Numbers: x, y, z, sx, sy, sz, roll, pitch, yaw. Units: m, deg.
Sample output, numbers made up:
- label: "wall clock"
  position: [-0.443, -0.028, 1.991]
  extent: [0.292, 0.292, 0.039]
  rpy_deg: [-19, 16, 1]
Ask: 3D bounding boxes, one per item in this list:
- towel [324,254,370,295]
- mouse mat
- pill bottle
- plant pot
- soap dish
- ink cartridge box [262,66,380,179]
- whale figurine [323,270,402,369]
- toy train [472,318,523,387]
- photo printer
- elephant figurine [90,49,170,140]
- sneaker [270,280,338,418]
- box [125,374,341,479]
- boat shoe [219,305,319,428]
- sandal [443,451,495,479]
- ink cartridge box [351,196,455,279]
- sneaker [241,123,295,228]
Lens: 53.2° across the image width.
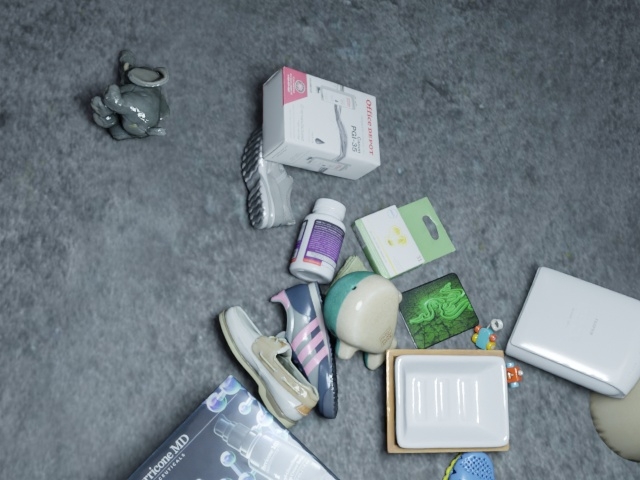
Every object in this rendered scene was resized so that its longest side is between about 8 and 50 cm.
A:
- label: "towel"
  position: [0.079, 0.117, 1.552]
  extent: [0.110, 0.027, 0.148]
  rpy_deg: [49, 54, -16]
- label: "mouse mat"
  position: [0.296, 0.178, 1.618]
  extent: [0.190, 0.007, 0.152]
  rpy_deg: [-20, 77, -18]
- label: "pill bottle"
  position: [0.000, 0.000, 1.559]
  extent: [0.108, 0.108, 0.193]
  rpy_deg: [19, 70, -5]
- label: "plant pot"
  position: [0.834, 0.394, 1.516]
  extent: [0.257, 0.274, 0.256]
  rpy_deg: [3, 71, -10]
- label: "soap dish"
  position: [0.286, 0.370, 1.484]
  extent: [0.291, 0.118, 0.228]
  rpy_deg: [2, 78, -11]
- label: "ink cartridge box"
  position: [0.003, -0.287, 1.598]
  extent: [0.283, 0.117, 0.207]
  rpy_deg: [9, 69, -32]
- label: "whale figurine"
  position: [0.097, 0.183, 1.474]
  extent: [0.141, 0.272, 0.216]
  rpy_deg: [27, 64, 38]
- label: "toy train"
  position: [0.437, 0.278, 1.559]
  extent: [0.046, 0.125, 0.166]
  rpy_deg: [1, 70, -38]
- label: "photo printer"
  position: [0.644, 0.227, 1.568]
  extent: [0.308, 0.107, 0.256]
  rpy_deg: [22, 67, 20]
- label: "elephant figurine"
  position: [-0.440, -0.368, 1.574]
  extent: [0.186, 0.170, 0.239]
  rpy_deg: [46, 49, -25]
- label: "sneaker"
  position: [-0.035, 0.259, 1.483]
  extent: [0.131, 0.112, 0.318]
  rpy_deg: [-11, 72, 3]
- label: "box"
  position: [-0.146, 0.522, 1.291]
  extent: [0.395, 0.212, 0.293]
  rpy_deg: [42, 70, 8]
- label: "boat shoe"
  position: [-0.112, 0.261, 1.423]
  extent: [0.103, 0.113, 0.302]
  rpy_deg: [-39, 74, 11]
- label: "sandal"
  position: [0.328, 0.623, 1.411]
  extent: [0.126, 0.138, 0.317]
  rpy_deg: [18, 68, -3]
- label: "ink cartridge box"
  position: [0.220, -0.011, 1.639]
  extent: [0.235, 0.056, 0.171]
  rpy_deg: [-23, 77, -16]
- label: "sneaker"
  position: [-0.124, -0.157, 1.607]
  extent: [0.115, 0.105, 0.281]
  rpy_deg: [6, 71, -34]
